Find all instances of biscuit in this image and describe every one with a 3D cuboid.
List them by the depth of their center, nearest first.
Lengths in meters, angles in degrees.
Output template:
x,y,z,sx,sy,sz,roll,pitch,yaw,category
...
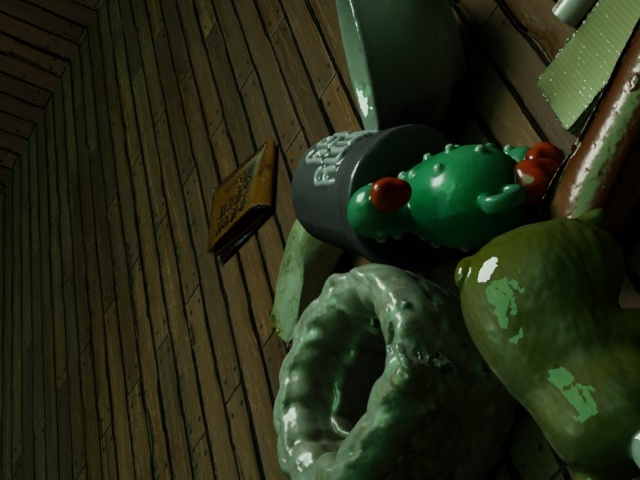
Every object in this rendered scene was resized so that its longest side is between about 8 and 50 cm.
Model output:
x,y,z,sx,sy,sz,roll,pitch,yaw,category
0.340,-0.226,1.453,0.199,0.041,0.121,-54,28,26,biscuit

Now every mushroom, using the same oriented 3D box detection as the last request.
x,y,z,sx,sy,sz,roll,pitch,yaw,category
-0.002,-0.001,1.867,0.087,0.107,0.333,32,100,36,mushroom

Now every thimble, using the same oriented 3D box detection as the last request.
x,y,z,sx,sy,sz,roll,pitch,yaw,category
0.091,0.179,1.459,0.291,0.195,0.291,-34,47,45,thimble

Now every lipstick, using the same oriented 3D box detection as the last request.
x,y,z,sx,sy,sz,roll,pitch,yaw,category
0.339,-0.326,1.527,0.130,0.038,0.038,-54,30,28,lipstick

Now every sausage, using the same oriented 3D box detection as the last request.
x,y,z,sx,sy,sz,roll,pitch,yaw,category
0.340,-0.124,1.318,0.330,0.102,0.102,-63,27,10,sausage

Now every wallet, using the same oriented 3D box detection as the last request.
x,y,z,sx,sy,sz,roll,pitch,yaw,category
-0.144,-0.072,2.250,0.195,0.042,0.160,-42,37,43,wallet

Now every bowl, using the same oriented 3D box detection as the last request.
x,y,z,sx,sy,sz,roll,pitch,yaw,category
0.117,-0.266,1.735,0.289,0.146,0.289,167,90,-89,bowl

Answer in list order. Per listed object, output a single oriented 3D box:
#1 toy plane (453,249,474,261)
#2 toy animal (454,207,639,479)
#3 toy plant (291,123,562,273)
x,y,z,sx,sy,sz,roll,pitch,yaw,category
0.169,0.003,1.621,0.121,0.031,0.049,-37,35,44,toy plane
0.275,0.143,1.191,0.363,0.180,0.181,59,134,31,toy animal
0.115,-0.051,1.501,0.400,0.280,0.185,9,90,58,toy plant
